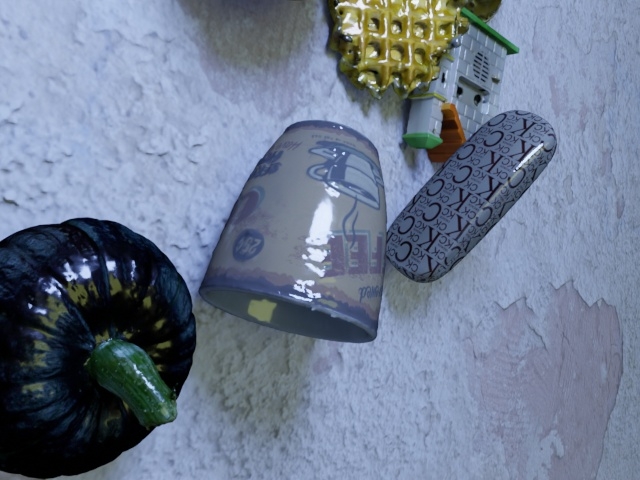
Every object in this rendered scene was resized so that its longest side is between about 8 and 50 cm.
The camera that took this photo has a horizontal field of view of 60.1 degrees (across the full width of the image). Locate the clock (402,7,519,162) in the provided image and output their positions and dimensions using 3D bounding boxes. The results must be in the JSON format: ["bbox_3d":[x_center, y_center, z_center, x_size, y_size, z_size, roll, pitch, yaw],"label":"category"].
[{"bbox_3d":[0.256,-0.275,1.053,0.219,0.106,0.255,11,89,-42],"label":"clock"}]

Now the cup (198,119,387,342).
[{"bbox_3d":[0.000,0.000,0.761,0.301,0.227,0.257,60,44,-64],"label":"cup"}]

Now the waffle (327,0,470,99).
[{"bbox_3d":[0.115,-0.374,0.888,0.280,0.060,0.262,45,81,-18],"label":"waffle"}]

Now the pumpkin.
[{"bbox_3d":[-0.212,0.105,0.517,0.248,0.248,0.248,-3,94,-44],"label":"pumpkin"}]

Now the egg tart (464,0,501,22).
[{"bbox_3d":[0.320,-0.584,1.077,0.315,0.120,0.315,-6,98,-46],"label":"egg tart"}]

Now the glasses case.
[{"bbox_3d":[0.254,-0.079,0.955,0.355,0.137,0.085,-47,133,1],"label":"glasses case"}]
